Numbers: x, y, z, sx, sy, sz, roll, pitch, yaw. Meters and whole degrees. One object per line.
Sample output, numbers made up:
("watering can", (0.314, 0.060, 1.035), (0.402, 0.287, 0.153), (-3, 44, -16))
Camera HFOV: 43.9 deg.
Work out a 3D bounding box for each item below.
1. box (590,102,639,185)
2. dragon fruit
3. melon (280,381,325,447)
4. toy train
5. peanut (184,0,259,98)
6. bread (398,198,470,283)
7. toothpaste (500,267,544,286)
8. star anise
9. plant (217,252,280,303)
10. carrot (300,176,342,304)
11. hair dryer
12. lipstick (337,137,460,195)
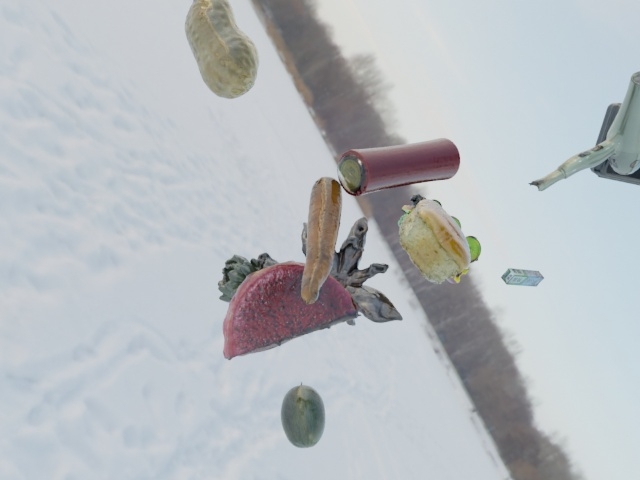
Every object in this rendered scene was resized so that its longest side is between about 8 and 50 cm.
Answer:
("box", (0.691, -0.198, 1.700), (0.050, 0.230, 0.160), (-141, -119, -62))
("dragon fruit", (-0.065, 0.123, 1.439), (0.163, 0.261, 0.189), (-139, -141, -61))
("melon", (-0.044, 0.436, 1.994), (0.114, 0.114, 0.168), (54, 30, -64))
("toy train", (0.359, -0.008, 2.436), (0.296, 0.160, 0.100), (43, -5, -14))
("peanut", (-0.185, -0.370, 1.486), (0.110, 0.120, 0.237), (86, -15, -67))
("bread", (0.249, -0.001, 1.729), (0.174, 0.121, 0.245), (59, 16, -2))
("toothpaste", (0.302, 0.056, 1.182), (0.083, 0.020, 0.017), (6, 41, -43))
("star anise", (0.046, 0.071, 1.691), (0.110, 0.198, 0.258), (-10, 83, -75))
("plant", (-0.133, 0.111, 1.802), (0.194, 0.129, 0.132), (21, 35, -20))
("carrot", (0.000, 0.000, 1.280), (0.059, 0.059, 0.248), (57, 34, -50))
("hair dryer", (0.536, -0.205, 1.492), (0.092, 0.267, 0.229), (53, -34, 38))
("lipstick", (0.138, -0.129, 1.368), (0.080, 0.241, 0.080), (17, -68, 48))
